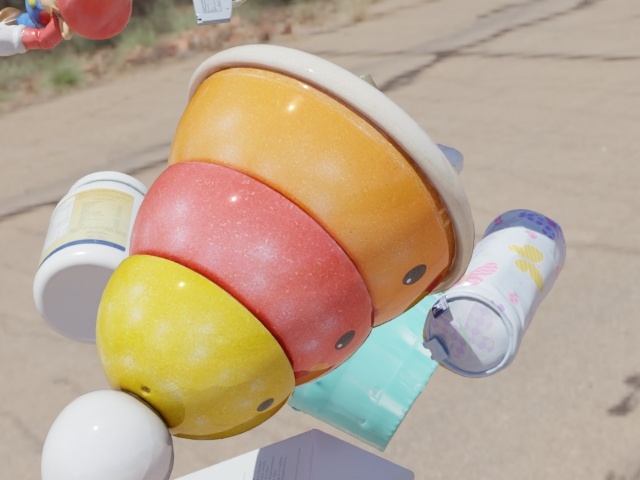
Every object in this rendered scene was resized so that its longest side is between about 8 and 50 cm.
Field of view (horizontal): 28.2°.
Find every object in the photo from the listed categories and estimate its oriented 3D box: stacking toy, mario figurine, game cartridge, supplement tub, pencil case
[{"bbox_3d":[-0.101,0.077,1.248,0.350,0.351,0.480,12,55,43],"label":"stacking toy"},{"bbox_3d":[-0.379,-0.362,1.782,0.170,0.198,0.320,-4,3,-29],"label":"mario figurine"},{"bbox_3d":[-0.156,-0.345,1.833,0.056,0.017,0.083,-9,61,-5],"label":"game cartridge"},{"bbox_3d":[-0.427,0.028,2.493,0.228,0.228,0.316,-6,35,3],"label":"supplement tub"},{"bbox_3d":[0.218,0.061,1.562,0.124,0.113,0.273,-46,0,35],"label":"pencil case"}]

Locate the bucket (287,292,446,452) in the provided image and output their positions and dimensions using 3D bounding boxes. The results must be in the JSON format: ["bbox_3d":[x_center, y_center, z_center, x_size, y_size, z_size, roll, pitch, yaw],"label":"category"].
[{"bbox_3d":[0.077,0.154,1.825,0.183,0.281,0.281,33,28,7],"label":"bucket"}]

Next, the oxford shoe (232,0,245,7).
[{"bbox_3d":[-0.121,-0.576,1.918,0.169,0.450,0.130,16,11,6],"label":"oxford shoe"}]

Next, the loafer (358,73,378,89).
[{"bbox_3d":[0.034,-0.250,2.111,0.148,0.050,0.056,0,9,32],"label":"loafer"}]

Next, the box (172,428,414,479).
[{"bbox_3d":[-0.068,0.391,1.543,0.345,0.168,0.215,-27,46,42],"label":"box"}]

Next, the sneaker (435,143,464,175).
[{"bbox_3d":[0.097,-0.049,1.734,0.232,0.090,0.115,-25,57,20],"label":"sneaker"}]
